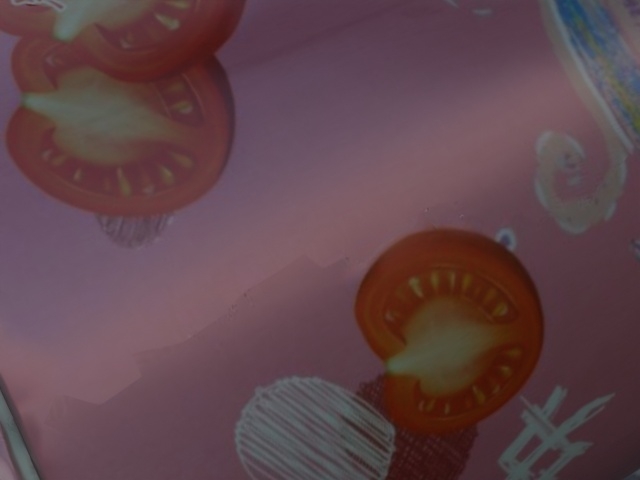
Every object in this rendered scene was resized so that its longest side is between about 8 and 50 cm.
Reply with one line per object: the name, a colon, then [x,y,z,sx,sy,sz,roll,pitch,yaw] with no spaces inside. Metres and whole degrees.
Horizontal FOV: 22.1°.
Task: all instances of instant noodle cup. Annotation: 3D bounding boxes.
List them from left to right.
instant noodle cup: [0.000,0.000,0.461,0.231,0.243,0.243,-24,31,-15]
